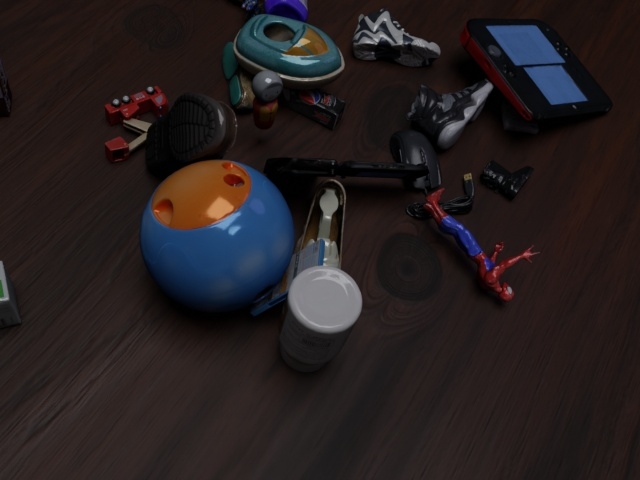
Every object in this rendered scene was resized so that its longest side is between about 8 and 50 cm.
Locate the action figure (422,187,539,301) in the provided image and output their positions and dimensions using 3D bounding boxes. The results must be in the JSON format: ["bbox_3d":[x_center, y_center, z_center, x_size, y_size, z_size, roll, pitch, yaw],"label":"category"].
[{"bbox_3d":[0.359,-0.002,1.504,0.139,0.091,0.280,-30,76,-5],"label":"action figure"}]

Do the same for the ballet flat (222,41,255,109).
[{"bbox_3d":[-0.193,-0.397,1.683,0.067,0.073,0.206,13,55,-37],"label":"ballet flat"}]

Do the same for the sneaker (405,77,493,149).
[{"bbox_3d":[0.324,-0.353,1.735,0.153,0.101,0.268,35,57,11],"label":"sneaker"}]

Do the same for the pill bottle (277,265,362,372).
[{"bbox_3d":[-0.010,0.154,1.265,0.131,0.229,0.131,5,58,-9],"label":"pill bottle"}]

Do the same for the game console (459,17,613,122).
[{"bbox_3d":[0.576,-0.461,1.831,0.387,0.060,0.342,-14,60,-36],"label":"game console"}]

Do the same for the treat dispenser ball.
[{"bbox_3d":[-0.192,-0.008,1.293,0.288,0.288,0.288,6,57,-9],"label":"treat dispenser ball"}]

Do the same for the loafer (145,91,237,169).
[{"bbox_3d":[-0.247,-0.215,1.401,0.130,0.366,0.133,3,90,-31],"label":"loafer"}]

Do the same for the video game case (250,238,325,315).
[{"bbox_3d":[-0.063,0.072,1.344,0.015,0.166,0.119,48,26,-26],"label":"video game case"}]

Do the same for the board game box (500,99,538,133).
[{"bbox_3d":[0.522,-0.324,1.809,0.090,0.020,0.090,7,57,-8],"label":"board game box"}]

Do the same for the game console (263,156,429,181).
[{"bbox_3d":[0.060,-0.154,1.498,0.362,0.213,0.043,1,96,-10],"label":"game console"}]

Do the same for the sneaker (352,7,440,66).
[{"bbox_3d":[0.202,-0.554,1.839,0.235,0.094,0.153,2,66,1],"label":"sneaker"}]

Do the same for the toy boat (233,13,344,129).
[{"bbox_3d":[-0.085,-0.405,1.579,0.268,0.148,0.318,16,55,2],"label":"toy boat"}]

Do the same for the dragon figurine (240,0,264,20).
[{"bbox_3d":[-0.202,-0.712,1.855,0.144,0.085,0.289,13,61,-6],"label":"dragon figurine"}]

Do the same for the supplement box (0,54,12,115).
[{"bbox_3d":[-0.797,-0.331,1.461,0.240,0.130,0.073,-3,59,-13],"label":"supplement box"}]

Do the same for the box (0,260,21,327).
[{"bbox_3d":[-0.609,0.106,1.243,0.101,0.102,0.087,-14,60,-19],"label":"box"}]

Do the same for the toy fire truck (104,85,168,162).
[{"bbox_3d":[-0.415,-0.265,1.551,0.192,0.047,0.135,-29,68,-27],"label":"toy fire truck"}]

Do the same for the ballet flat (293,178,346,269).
[{"bbox_3d":[0.000,0.000,1.439,0.108,0.106,0.316,9,57,-6],"label":"ballet flat"}]

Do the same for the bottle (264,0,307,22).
[{"bbox_3d":[-0.093,-0.694,1.854,0.118,0.092,0.282,29,47,-41],"label":"bottle"}]

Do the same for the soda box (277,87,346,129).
[{"bbox_3d":[-0.027,-0.339,1.675,0.169,0.060,0.053,28,57,6],"label":"soda box"}]

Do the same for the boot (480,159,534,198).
[{"bbox_3d":[0.454,-0.162,1.679,0.099,0.045,0.121,36,59,14],"label":"boot"}]

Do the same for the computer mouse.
[{"bbox_3d":[0.275,-0.174,1.637,0.184,0.060,0.262,-2,59,-13],"label":"computer mouse"}]
